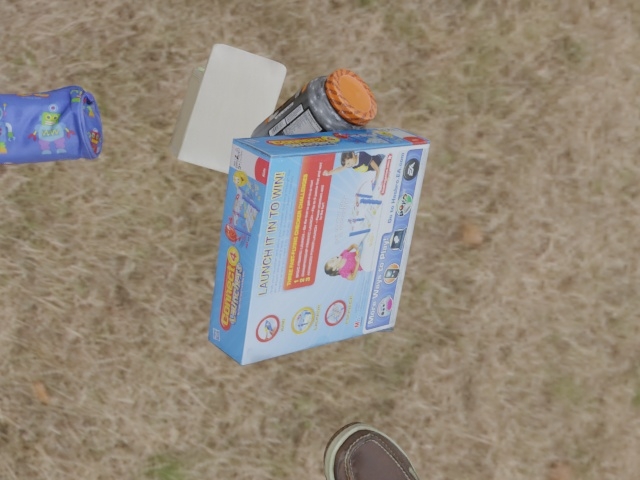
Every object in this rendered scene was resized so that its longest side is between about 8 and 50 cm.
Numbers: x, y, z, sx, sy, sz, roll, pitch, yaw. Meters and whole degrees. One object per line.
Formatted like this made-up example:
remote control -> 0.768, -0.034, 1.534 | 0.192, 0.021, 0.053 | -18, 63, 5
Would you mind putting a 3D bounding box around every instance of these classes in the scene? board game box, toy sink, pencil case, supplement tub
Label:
board game box -> 0.000, 0.000, 1.454 | 0.302, 0.086, 0.308 | -9, 117, -41
toy sink -> -0.183, -0.258, 1.968 | 0.152, 0.131, 0.234 | 14, 101, -21
pencil case -> -0.525, -0.195, 1.713 | 0.306, 0.119, 0.133 | -2, 101, -1
supplement tub -> -0.010, -0.175, 1.558 | 0.117, 0.190, 0.117 | 30, 43, -31

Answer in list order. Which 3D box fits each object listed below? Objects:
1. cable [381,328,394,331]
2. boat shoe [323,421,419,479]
cable -> -0.016, 0.158, 1.819 | 0.287, 0.139, 0.072 | 9, 81, -17
boat shoe -> 0.094, 0.298, 1.064 | 0.095, 0.095, 0.257 | -41, 120, -20
